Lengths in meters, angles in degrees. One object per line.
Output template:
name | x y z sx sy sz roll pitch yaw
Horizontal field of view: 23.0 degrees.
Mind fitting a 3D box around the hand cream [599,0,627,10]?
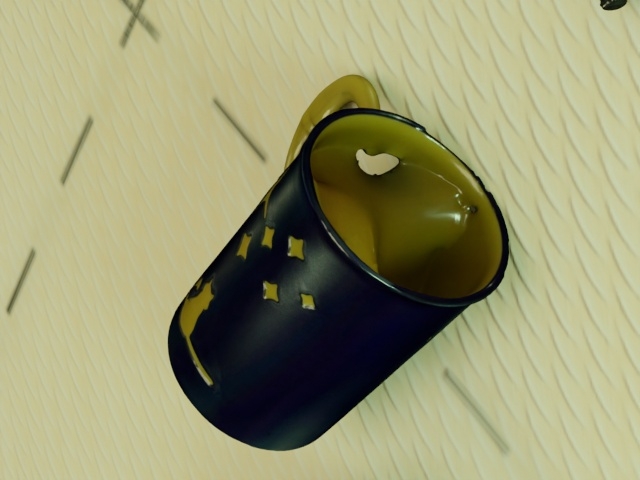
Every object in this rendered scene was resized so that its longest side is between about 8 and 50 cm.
hand cream | 0.183 -0.248 1.090 0.087 0.054 0.186 -25 71 51

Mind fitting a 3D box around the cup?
cup | 0.016 0.016 1.262 0.178 0.255 0.256 37 133 -7
